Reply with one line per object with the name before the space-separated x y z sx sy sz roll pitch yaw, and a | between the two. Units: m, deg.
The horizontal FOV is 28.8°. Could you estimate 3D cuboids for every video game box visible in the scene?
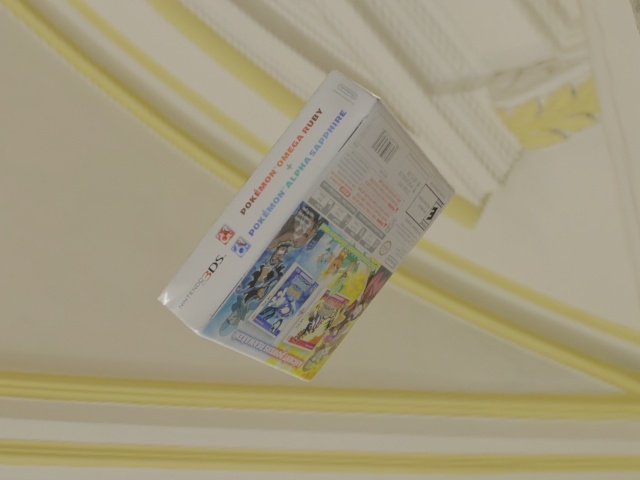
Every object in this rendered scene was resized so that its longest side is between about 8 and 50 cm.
video game box | 0.000 0.000 0.864 0.187 0.048 0.205 -54 -25 -1

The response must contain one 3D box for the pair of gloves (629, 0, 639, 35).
pair of gloves | 0.220 -0.015 0.645 0.240 0.042 0.204 49 -151 -47
